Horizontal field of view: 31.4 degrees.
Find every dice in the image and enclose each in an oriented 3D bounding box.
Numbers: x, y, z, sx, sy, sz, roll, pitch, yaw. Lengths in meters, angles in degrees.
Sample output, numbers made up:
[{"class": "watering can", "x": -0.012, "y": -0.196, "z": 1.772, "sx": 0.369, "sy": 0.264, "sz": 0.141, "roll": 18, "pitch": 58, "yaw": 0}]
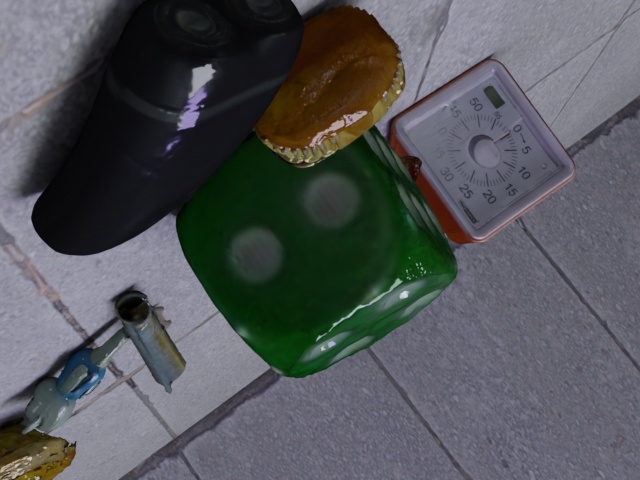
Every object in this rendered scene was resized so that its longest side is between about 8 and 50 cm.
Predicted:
[{"class": "dice", "x": 0.000, "y": 0.000, "z": 1.568, "sx": 0.300, "sy": 0.287, "sz": 0.297, "roll": -35, "pitch": 163, "yaw": 8}]

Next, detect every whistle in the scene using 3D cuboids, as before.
[{"class": "whistle", "x": -0.398, "y": 0.223, "z": 1.843, "sx": 0.235, "sy": 0.077, "sz": 0.114, "roll": -45, "pitch": 178, "yaw": 8}, {"class": "whistle", "x": -0.273, "y": 0.171, "z": 1.858, "sx": 0.326, "sy": 0.057, "sz": 0.067, "roll": 82, "pitch": 16, "yaw": -64}]

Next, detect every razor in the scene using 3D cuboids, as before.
[{"class": "razor", "x": -0.152, "y": -0.107, "z": 1.106, "sx": 0.204, "sy": 0.113, "sz": 0.349, "roll": -32, "pitch": 168, "yaw": -43}]

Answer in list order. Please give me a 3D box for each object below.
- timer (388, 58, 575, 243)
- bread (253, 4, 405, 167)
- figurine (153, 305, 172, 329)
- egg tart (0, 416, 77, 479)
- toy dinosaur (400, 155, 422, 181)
[{"class": "timer", "x": 0.279, "y": -0.152, "z": 1.982, "sx": 0.250, "sy": 0.257, "sz": 0.161, "roll": -35, "pitch": 176, "yaw": -6}, {"class": "bread", "x": 0.004, "y": -0.175, "z": 1.282, "sx": 0.190, "sy": 0.132, "sz": 0.114, "roll": -40, "pitch": 169, "yaw": 0}, {"class": "figurine", "x": -0.297, "y": 0.148, "z": 1.931, "sx": 0.083, "sy": 0.047, "sz": 0.050, "roll": -26, "pitch": 175, "yaw": -33}, {"class": "egg tart", "x": -0.555, "y": 0.394, "z": 1.967, "sx": 0.291, "sy": 0.107, "sz": 0.291, "roll": -31, "pitch": 168, "yaw": -7}, {"class": "toy dinosaur", "x": -0.001, "y": -0.047, "z": 1.840, "sx": 0.327, "sy": 0.207, "sz": 0.113, "roll": -46, "pitch": -153, "yaw": 16}]
